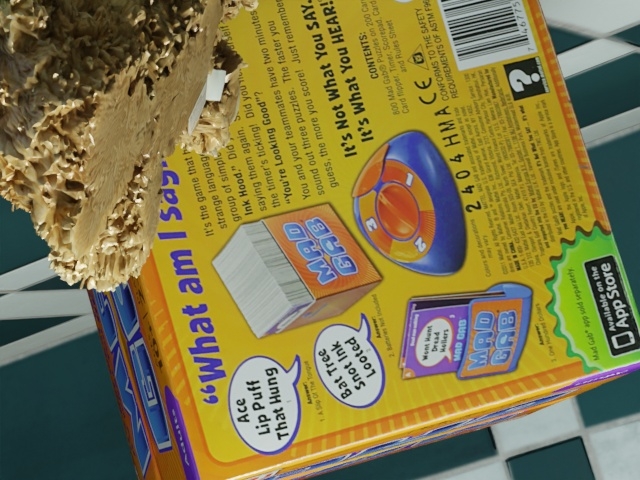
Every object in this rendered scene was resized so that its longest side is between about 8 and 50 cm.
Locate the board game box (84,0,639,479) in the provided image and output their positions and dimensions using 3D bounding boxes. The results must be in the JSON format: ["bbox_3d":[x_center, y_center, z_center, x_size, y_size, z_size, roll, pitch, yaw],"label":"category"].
[{"bbox_3d":[0.000,0.000,1.620,0.356,0.357,0.356,-14,172,-13],"label":"board game box"}]

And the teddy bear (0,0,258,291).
[{"bbox_3d":[-0.123,-0.102,1.151,0.113,0.245,0.338,15,-142,12],"label":"teddy bear"}]
